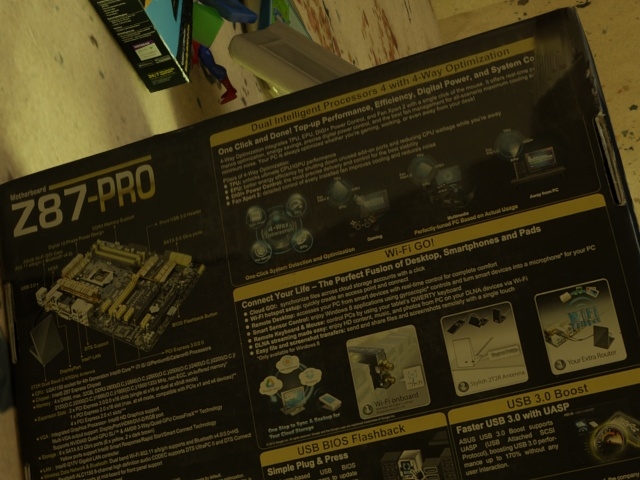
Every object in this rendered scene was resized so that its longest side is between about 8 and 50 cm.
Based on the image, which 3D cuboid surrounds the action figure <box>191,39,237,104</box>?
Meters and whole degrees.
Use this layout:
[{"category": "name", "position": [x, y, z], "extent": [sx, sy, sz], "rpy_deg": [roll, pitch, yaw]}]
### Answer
[{"category": "action figure", "position": [-0.124, -0.199, 1.276], "extent": [0.038, 0.030, 0.115], "rpy_deg": [-87, 154, -66]}]

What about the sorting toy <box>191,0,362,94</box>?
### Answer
[{"category": "sorting toy", "position": [-0.001, -0.155, 1.255], "extent": [0.348, 0.047, 0.196], "rpy_deg": [31, 19, 1]}]

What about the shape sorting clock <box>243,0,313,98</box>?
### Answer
[{"category": "shape sorting clock", "position": [-0.052, -0.259, 1.603], "extent": [0.206, 0.040, 0.206], "rpy_deg": [-19, 90, -72]}]

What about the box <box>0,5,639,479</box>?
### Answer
[{"category": "box", "position": [0.005, 0.069, 0.735], "extent": [0.097, 0.395, 0.318], "rpy_deg": [30, 46, -69]}]

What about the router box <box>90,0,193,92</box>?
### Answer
[{"category": "router box", "position": [-0.164, -0.246, 1.125], "extent": [0.133, 0.046, 0.179], "rpy_deg": [60, 21, -48]}]

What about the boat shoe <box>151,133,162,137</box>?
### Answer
[{"category": "boat shoe", "position": [-0.105, -0.001, 1.047], "extent": [0.080, 0.073, 0.223], "rpy_deg": [52, 27, -59]}]
